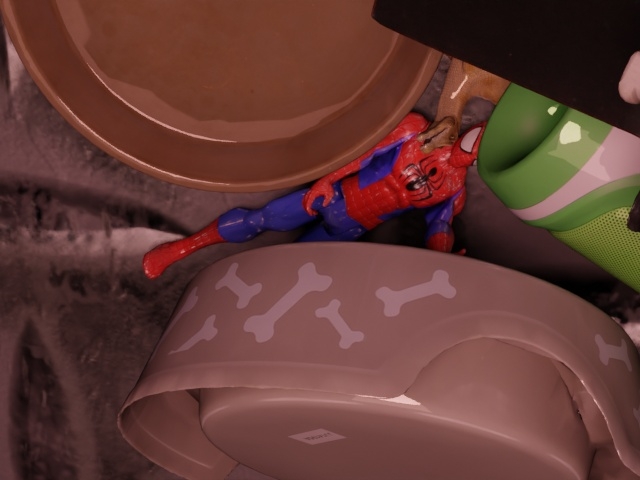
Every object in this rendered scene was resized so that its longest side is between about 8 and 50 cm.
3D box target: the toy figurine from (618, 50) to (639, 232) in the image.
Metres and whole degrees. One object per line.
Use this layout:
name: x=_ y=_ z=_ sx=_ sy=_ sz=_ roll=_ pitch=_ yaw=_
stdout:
toy figurine: x=0.241 y=-0.064 z=0.479 sx=0.148 sy=0.209 sz=0.213 roll=36 pitch=79 yaw=28

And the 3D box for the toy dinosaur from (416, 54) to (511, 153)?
toy dinosaur: x=0.119 y=-0.134 z=0.725 sx=0.183 sy=0.053 sz=0.092 roll=-38 pitch=105 yaw=3

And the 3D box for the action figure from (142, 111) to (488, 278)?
action figure: x=0.000 y=0.000 z=0.775 sx=0.280 sy=0.139 sz=0.091 roll=-27 pitch=108 yaw=21

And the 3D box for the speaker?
speaker: x=0.244 y=-0.006 z=0.693 sx=0.296 sy=0.131 sz=0.131 roll=31 pitch=120 yaw=-16

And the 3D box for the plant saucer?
plant saucer: x=-0.057 y=-0.160 z=0.682 sx=0.278 sy=0.041 sz=0.278 roll=3 pitch=119 yaw=5

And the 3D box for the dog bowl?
dog bowl: x=0.049 y=0.110 z=0.746 sx=0.349 sy=0.102 sz=0.349 roll=9 pitch=155 yaw=4

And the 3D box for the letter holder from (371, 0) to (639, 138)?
letter holder: x=0.169 y=-0.240 z=0.540 sx=0.152 sy=0.214 sz=0.302 roll=27 pitch=126 yaw=17
